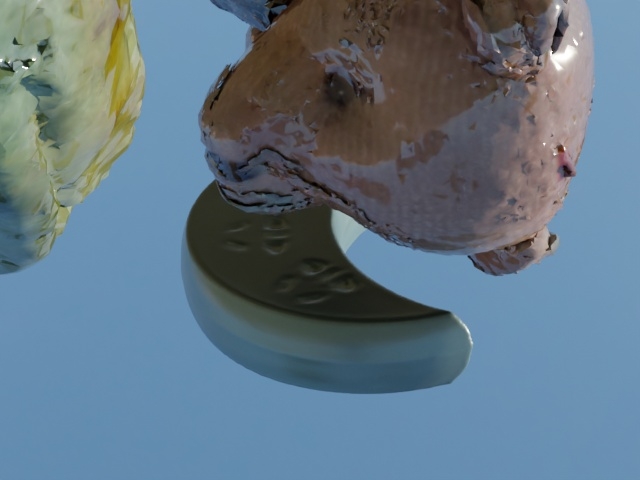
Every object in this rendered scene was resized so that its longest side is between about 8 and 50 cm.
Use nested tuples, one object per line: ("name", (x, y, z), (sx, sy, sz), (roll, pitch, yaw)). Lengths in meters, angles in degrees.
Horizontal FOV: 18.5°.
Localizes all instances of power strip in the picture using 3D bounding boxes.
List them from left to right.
("power strip", (0.000, 0.000, 0.962), (0.137, 0.044, 0.216), (-4, -148, -1))

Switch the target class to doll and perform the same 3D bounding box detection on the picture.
("doll", (-0.020, -0.102, 0.847), (0.156, 0.201, 0.303), (-39, -121, -22))

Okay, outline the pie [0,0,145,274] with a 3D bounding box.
("pie", (-0.150, -0.106, 0.394), (0.067, 0.302, 0.302), (-48, -133, -12))
